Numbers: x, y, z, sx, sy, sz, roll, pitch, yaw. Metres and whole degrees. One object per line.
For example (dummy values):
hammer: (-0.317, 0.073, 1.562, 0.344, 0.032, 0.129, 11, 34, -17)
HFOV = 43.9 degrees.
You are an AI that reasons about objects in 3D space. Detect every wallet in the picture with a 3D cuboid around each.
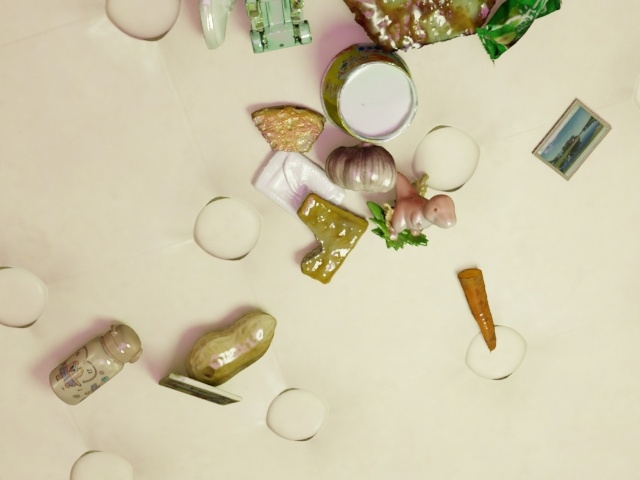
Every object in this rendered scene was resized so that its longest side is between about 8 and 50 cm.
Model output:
wallet: (-0.044, -0.112, 1.710, 0.183, 0.032, 0.124, 36, 105, -17)

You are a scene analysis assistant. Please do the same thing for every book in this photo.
book: (-0.272, 0.336, 1.783, 0.168, 0.192, 0.013, 21, 70, -12)

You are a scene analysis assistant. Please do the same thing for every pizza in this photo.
pizza: (-0.066, -0.233, 1.659, 0.160, 0.036, 0.099, 2, 96, -6)

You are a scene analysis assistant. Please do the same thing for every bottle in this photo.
bottle: (-0.492, 0.276, 1.776, 0.209, 0.097, 0.110, -36, 123, 8)

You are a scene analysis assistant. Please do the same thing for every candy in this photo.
candy: (0.400, -0.451, 1.580, 0.203, 0.141, 0.078, -39, 80, 5)

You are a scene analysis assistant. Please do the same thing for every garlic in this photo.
garlic: (0.084, -0.154, 1.640, 0.147, 0.159, 0.102, -8, 106, -30)

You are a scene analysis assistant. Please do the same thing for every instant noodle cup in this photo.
instant noodle cup: (0.102, -0.286, 1.597, 0.205, 0.153, 0.205, -1, 110, -3)

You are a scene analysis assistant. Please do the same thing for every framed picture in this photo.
framed picture: (0.548, -0.217, 1.733, 0.109, 0.011, 0.149, 33, 104, -15)

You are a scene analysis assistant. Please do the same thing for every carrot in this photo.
carrot: (0.375, 0.167, 1.837, 0.057, 0.057, 0.224, -21, 113, 3)

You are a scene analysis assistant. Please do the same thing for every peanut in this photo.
peanut: (-0.200, 0.240, 1.781, 0.236, 0.110, 0.120, -36, 100, 6)

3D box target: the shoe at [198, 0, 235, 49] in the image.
shoe: (-0.181, -0.504, 1.526, 0.110, 0.095, 0.265, -4, 108, -5)

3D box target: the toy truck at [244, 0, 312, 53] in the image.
toy truck: (-0.088, -0.481, 1.501, 0.128, 0.135, 0.259, -12, 142, -3)

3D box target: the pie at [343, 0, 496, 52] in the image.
pie: (0.200, -0.522, 1.529, 0.355, 0.103, 0.288, -17, 113, -10)

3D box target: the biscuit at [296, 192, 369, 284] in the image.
biscuit: (0.000, 0.000, 1.727, 0.174, 0.039, 0.183, 21, 108, -34)

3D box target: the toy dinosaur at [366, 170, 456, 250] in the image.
toy dinosaur: (0.188, -0.066, 1.655, 0.152, 0.194, 0.177, 0, 142, -25)
